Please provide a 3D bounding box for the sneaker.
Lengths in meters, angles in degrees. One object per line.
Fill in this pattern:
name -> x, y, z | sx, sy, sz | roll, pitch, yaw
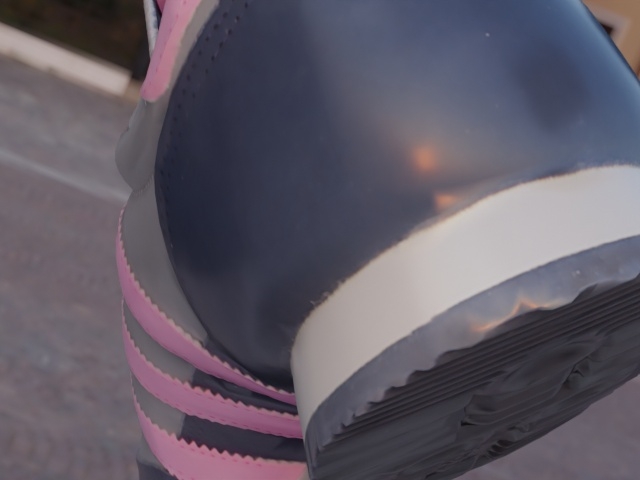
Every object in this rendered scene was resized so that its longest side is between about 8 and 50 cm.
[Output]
sneaker -> 0.000, 0.000, 0.474 | 0.112, 0.131, 0.319 | -20, -12, -17
